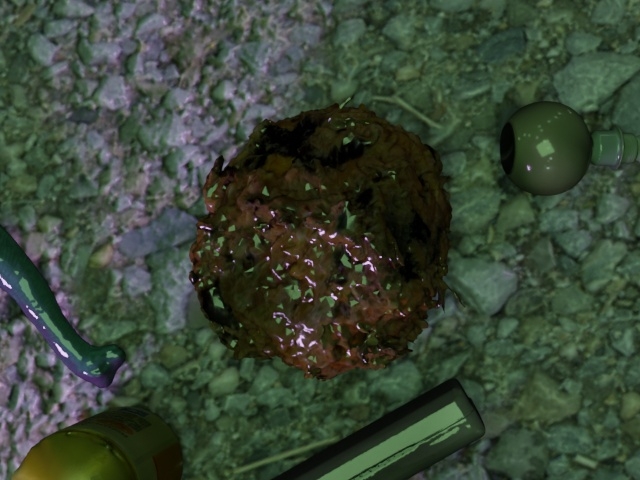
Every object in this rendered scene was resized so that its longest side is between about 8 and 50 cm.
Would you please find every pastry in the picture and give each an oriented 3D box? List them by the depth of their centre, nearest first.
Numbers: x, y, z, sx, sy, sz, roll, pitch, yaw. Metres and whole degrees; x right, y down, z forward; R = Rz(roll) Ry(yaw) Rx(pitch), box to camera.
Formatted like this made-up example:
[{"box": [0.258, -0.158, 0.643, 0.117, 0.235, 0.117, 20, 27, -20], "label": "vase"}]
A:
[{"box": [0.000, 0.000, 1.626, 0.275, 0.193, 0.274, 0, 91, 4], "label": "pastry"}]

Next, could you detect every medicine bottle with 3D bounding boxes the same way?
[{"box": [-0.205, 0.223, 1.614, 0.124, 0.239, 0.124, 0, 92, 6], "label": "medicine bottle"}]

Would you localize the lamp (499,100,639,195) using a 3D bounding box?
[{"box": [0.257, -0.087, 1.671, 0.163, 0.091, 0.091, 1, 89, -11], "label": "lamp"}]

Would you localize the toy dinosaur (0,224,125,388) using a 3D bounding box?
[{"box": [-0.421, 0.047, 1.709, 0.384, 0.129, 0.330, -20, 97, 4], "label": "toy dinosaur"}]

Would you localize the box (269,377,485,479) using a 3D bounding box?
[{"box": [0.040, 0.215, 1.665, 0.244, 0.103, 0.055, -30, 92, 3], "label": "box"}]
